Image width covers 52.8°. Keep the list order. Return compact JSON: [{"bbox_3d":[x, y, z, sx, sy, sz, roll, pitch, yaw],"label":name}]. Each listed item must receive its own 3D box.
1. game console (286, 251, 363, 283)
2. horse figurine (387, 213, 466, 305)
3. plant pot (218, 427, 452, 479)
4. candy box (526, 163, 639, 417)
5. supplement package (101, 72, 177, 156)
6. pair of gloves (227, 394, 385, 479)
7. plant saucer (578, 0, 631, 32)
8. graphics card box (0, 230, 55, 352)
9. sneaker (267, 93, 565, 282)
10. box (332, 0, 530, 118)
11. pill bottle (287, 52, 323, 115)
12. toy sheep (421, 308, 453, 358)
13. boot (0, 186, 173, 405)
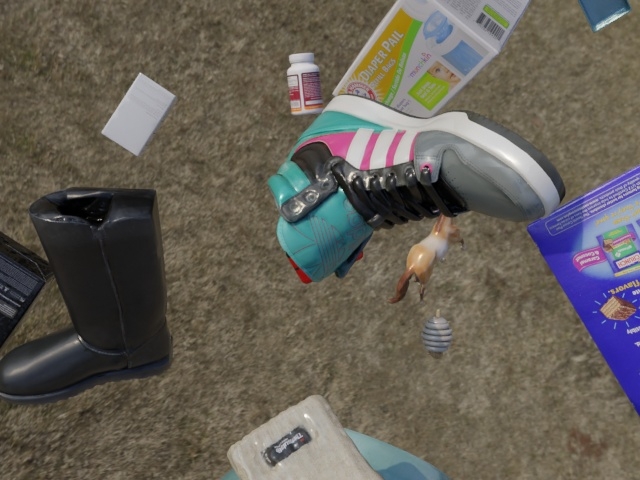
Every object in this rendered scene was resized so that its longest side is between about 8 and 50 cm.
[{"bbox_3d":[0.000,0.000,1.348,0.124,0.144,0.085,61,9,-24],"label":"game console"},{"bbox_3d":[0.242,0.032,1.403,0.066,0.174,0.263,30,68,33],"label":"horse figurine"},{"bbox_3d":[0.011,0.279,0.562,0.293,0.293,0.196,30,62,-16],"label":"plant pot"},{"bbox_3d":[0.478,0.049,0.851,0.122,0.268,0.317,-21,80,-48],"label":"candy box"},{"bbox_3d":[-0.451,-0.313,1.620,0.105,0.105,0.179,33,92,-13],"label":"supplement package"},{"bbox_3d":[-0.032,0.218,0.338,0.240,0.042,0.204,-34,52,-23],"label":"pair of gloves"},{"bbox_3d":[0.432,-0.421,1.026,0.192,0.067,0.018,41,31,-36],"label":"plant saucer"},{"bbox_3d":[-0.750,0.148,1.341,0.232,0.371,0.094,35,12,-10],"label":"graphics card box"},{"bbox_3d":[0.051,-0.034,0.584,0.178,0.295,0.124,-50,127,-11],"label":"sneaker"},{"bbox_3d":[0.116,-0.215,0.727,0.114,0.203,0.103,37,60,-5],"label":"box"},{"bbox_3d":[-0.041,-0.405,1.671,0.086,0.086,0.152,-15,106,-34],"label":"pill bottle"},{"bbox_3d":[0.303,0.242,1.669,0.091,0.091,0.132,-4,94,-31],"label":"toy sheep"},{"bbox_3d":[-0.468,0.110,1.205,0.366,0.445,0.146,-12,49,-18],"label":"boot"}]
